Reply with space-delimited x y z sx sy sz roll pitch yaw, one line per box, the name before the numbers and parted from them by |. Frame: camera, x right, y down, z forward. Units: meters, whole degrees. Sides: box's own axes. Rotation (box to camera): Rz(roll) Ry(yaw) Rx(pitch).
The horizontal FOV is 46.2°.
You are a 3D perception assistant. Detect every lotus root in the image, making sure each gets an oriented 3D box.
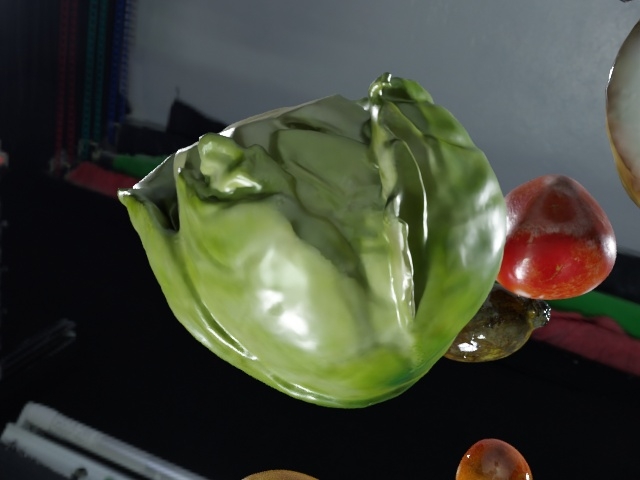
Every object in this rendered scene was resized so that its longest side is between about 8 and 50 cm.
lotus root | 0.248 0.126 1.153 0.209 0.120 0.120 -15 -170 28

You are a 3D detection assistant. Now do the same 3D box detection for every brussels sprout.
brussels sprout | 0.001 0.020 0.891 0.425 0.361 0.342 -9 -167 45

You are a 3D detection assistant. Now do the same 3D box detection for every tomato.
tomato | 0.314 -0.007 1.049 0.187 0.151 0.187 -5 -120 9

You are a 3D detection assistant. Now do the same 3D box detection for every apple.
apple | 0.347 0.483 1.518 0.163 0.163 0.139 -7 -141 -37

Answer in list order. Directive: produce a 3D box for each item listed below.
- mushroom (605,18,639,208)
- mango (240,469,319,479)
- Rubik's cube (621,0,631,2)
mushroom | 0.384 -0.027 0.558 0.313 0.224 0.397 7 174 24
mango | -0.027 0.363 0.927 0.166 0.136 0.236 -14 -169 -35
Rubik's cube | 0.488 -0.530 1.145 0.318 0.319 0.264 5 -167 -15
